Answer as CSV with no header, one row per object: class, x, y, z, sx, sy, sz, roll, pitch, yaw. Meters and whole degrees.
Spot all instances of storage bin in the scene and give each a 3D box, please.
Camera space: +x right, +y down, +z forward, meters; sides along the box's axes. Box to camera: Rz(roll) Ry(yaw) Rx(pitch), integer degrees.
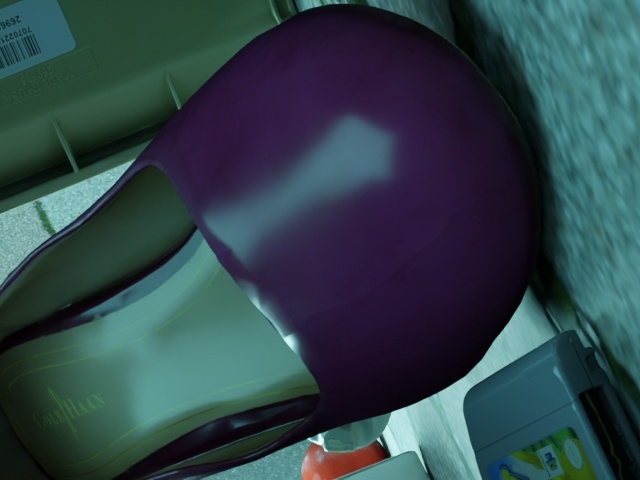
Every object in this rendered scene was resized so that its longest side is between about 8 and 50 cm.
storage bin,-0.171,-0.155,0.675,0.123,0.262,0.260,-137,26,-75

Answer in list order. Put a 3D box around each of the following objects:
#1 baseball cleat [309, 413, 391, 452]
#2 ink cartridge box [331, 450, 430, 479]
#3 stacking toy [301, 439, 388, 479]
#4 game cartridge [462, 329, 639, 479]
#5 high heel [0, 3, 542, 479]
baseball cleat,0.000,0.000,0.614,0.109,0.072,0.206,-83,-7,-51
ink cartridge box,0.037,0.333,0.982,0.198,0.197,0.270,-116,5,-46
stacking toy,0.063,0.336,1.287,0.141,0.141,0.330,79,174,-70
game cartridge,0.067,0.070,0.352,0.083,0.017,0.056,67,152,14
high heel,-0.068,0.049,0.453,0.127,0.181,0.377,54,155,4
